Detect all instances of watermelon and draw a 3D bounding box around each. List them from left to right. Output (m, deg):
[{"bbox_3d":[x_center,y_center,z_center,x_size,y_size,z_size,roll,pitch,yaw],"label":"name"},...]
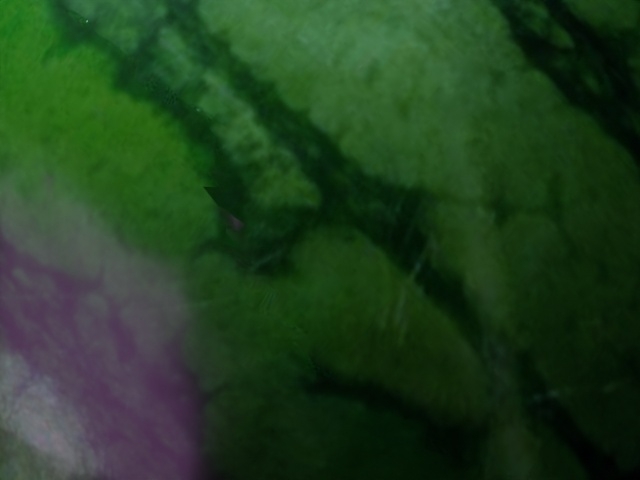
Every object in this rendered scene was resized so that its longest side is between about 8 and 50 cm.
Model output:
[{"bbox_3d":[0.019,0.000,0.495,0.363,0.363,0.363,30,129,45],"label":"watermelon"}]
